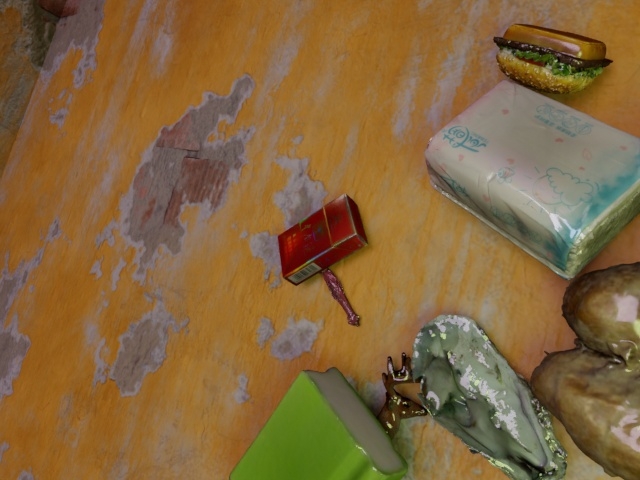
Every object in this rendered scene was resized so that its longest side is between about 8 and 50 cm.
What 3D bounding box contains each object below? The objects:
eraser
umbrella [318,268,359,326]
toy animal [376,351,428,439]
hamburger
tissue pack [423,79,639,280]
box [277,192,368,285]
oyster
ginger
[{"bbox_3d":[-0.016,0.365,0.779,0.210,0.092,0.274,47,114,39],"label":"eraser"},{"bbox_3d":[0.030,0.094,0.940,0.027,0.025,0.165,-33,60,2],"label":"umbrella"},{"bbox_3d":[0.065,0.317,0.810,0.244,0.087,0.259,-9,74,30],"label":"toy animal"},{"bbox_3d":[0.352,-0.284,0.780,0.166,0.137,0.087,38,130,37],"label":"hamburger"},{"bbox_3d":[0.315,-0.101,0.721,0.201,0.124,0.271,-38,53,-13],"label":"tissue pack"},{"bbox_3d":[-0.001,-0.001,0.958,0.175,0.048,0.112,-32,45,22],"label":"box"},{"bbox_3d":[0.242,0.225,0.718,0.252,0.087,0.199,20,67,19],"label":"oyster"},{"bbox_3d":[0.395,0.132,0.597,0.245,0.155,0.303,4,84,51],"label":"ginger"}]
